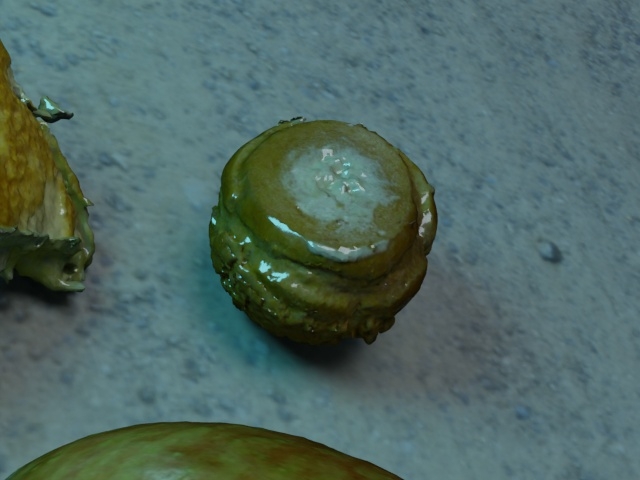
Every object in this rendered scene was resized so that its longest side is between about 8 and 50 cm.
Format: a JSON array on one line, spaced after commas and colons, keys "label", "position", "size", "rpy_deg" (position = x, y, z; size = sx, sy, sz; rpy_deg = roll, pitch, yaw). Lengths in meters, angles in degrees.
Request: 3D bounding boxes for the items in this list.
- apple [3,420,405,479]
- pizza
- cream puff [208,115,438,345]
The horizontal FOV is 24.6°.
[{"label": "apple", "position": [-0.024, 0.210, 0.593], "size": [0.309, 0.277, 0.250], "rpy_deg": [47, 18, 0]}, {"label": "pizza", "position": [-0.216, -0.047, 0.812], "size": [0.288, 0.075, 0.280], "rpy_deg": [55, 25, -43]}, {"label": "cream puff", "position": [0.000, 0.000, 0.954], "size": [0.150, 0.115, 0.165], "rpy_deg": [39, 48, 20]}]
